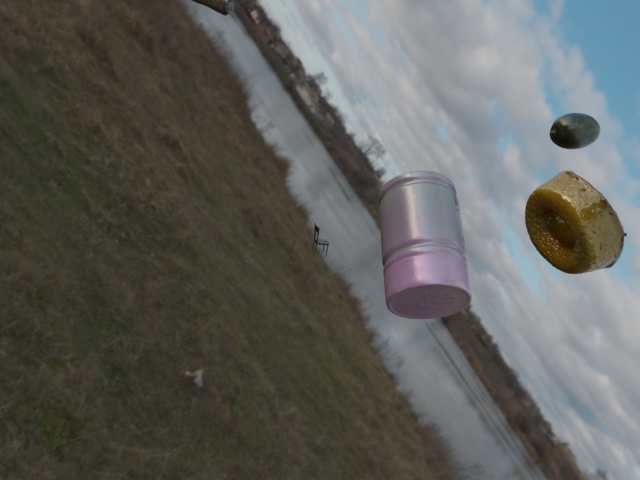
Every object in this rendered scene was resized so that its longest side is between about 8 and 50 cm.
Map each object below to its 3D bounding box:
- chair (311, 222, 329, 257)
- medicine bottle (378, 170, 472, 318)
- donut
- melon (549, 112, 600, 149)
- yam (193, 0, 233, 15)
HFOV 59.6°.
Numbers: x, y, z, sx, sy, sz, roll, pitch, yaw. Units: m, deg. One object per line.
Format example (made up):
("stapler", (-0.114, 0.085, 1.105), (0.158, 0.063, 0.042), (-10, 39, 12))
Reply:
("chair", (0.002, -0.001, 1.418), (0.037, 0.042, 0.086), (-125, -142, -63))
("medicine bottle", (0.246, 0.011, 1.351), (0.202, 0.202, 0.315), (50, 34, -51))
("donut", (0.639, -0.037, 1.441), (0.277, 0.109, 0.277), (160, -90, -76))
("melon", (0.796, -0.342, 1.755), (0.114, 0.168, 0.114), (175, -90, -74))
("yam", (-0.293, -0.549, 1.199), (0.264, 0.046, 0.046), (31, -1, 14))
